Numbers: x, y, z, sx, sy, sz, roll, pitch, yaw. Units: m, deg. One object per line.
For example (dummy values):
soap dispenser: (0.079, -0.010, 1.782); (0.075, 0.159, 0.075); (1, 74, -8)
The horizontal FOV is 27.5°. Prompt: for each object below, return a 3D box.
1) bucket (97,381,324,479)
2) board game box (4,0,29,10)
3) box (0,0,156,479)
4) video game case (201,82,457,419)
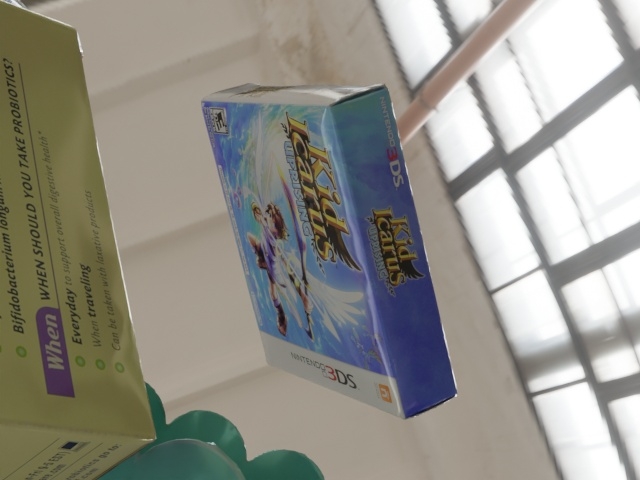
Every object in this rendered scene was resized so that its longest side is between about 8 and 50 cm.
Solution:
bucket: (-0.069, 0.193, 0.692); (0.281, 0.281, 0.183); (26, -96, -7)
board game box: (-0.274, -0.212, 0.859); (0.035, 0.136, 0.201); (-43, -87, -1)
box: (-0.209, -0.006, 0.507); (0.243, 0.117, 0.214); (16, -131, -45)
video game case: (0.000, 0.000, 1.137); (0.061, 0.244, 0.269); (-21, -74, -27)
